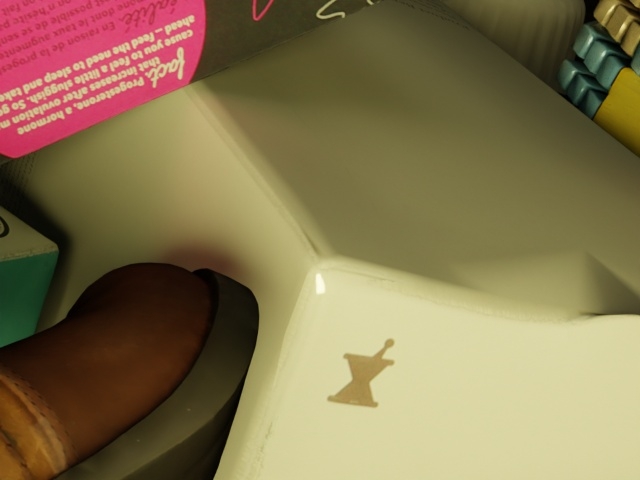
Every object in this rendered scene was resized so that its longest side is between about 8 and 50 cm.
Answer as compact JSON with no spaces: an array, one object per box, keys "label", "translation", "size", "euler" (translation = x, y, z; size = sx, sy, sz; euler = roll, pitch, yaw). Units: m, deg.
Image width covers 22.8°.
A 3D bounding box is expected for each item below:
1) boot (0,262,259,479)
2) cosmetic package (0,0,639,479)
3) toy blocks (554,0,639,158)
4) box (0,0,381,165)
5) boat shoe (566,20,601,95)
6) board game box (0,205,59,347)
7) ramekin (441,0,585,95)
[{"label":"boot","translation":[-0.165,0.030,0.334],"size":[0.280,0.096,0.264],"euler":[22,29,0]},{"label":"cosmetic package","translation":[0.000,0.000,0.617],"size":[0.217,0.156,0.385],"euler":[10,24,-26]},{"label":"toy blocks","translation":[0.225,-0.044,0.705],"size":[0.261,0.191,0.381],"euler":[18,25,-20]},{"label":"box","translation":[-0.086,-0.141,0.494],"size":[0.247,0.163,0.142],"euler":[-26,37,-15]},{"label":"boat shoe","translation":[0.227,-0.127,1.211],"size":[0.114,0.091,0.302],"euler":[-21,5,-4]},{"label":"board game box","translation":[-0.285,-0.007,0.459],"size":[0.253,0.079,0.336],"euler":[32,22,26]},{"label":"ramekin","translation":[0.060,-0.163,1.120],"size":[0.272,0.127,0.273],"euler":[18,21,-7]}]
